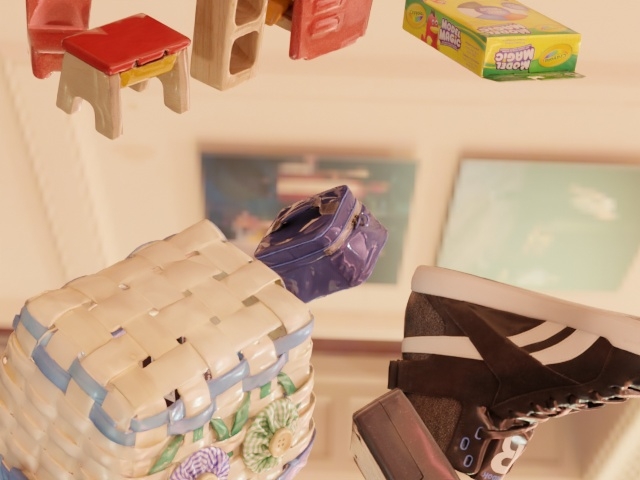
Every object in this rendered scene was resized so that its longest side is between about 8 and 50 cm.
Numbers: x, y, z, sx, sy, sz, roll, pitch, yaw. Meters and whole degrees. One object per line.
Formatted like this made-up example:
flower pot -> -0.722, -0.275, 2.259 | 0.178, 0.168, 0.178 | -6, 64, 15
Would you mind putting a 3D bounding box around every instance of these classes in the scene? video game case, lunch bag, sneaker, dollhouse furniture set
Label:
video game case -> 0.098, 0.217, 0.877 | 0.275, 0.035, 0.248 | 58, -5, 10
lunch bag -> 0.000, 0.000, 1.251 | 0.098, 0.065, 0.067 | -22, -149, 42
sneaker -> 0.137, 0.094, 0.941 | 0.079, 0.217, 0.121 | 10, 94, -50
dollhouse furniture set -> -0.128, -0.251, 1.522 | 0.374, 0.201, 0.152 | -27, 136, -44

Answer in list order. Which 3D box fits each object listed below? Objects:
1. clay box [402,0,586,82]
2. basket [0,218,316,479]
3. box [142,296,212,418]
clay box -> 0.202, -0.237, 1.846 | 0.222, 0.127, 0.053 | 41, -48, 55
basket -> -0.134, 0.149, 1.183 | 0.255, 0.201, 0.289 | -29, 152, -38
box -> -0.130, 0.142, 1.947 | 0.093, 0.158, 0.156 | 18, -64, 46
